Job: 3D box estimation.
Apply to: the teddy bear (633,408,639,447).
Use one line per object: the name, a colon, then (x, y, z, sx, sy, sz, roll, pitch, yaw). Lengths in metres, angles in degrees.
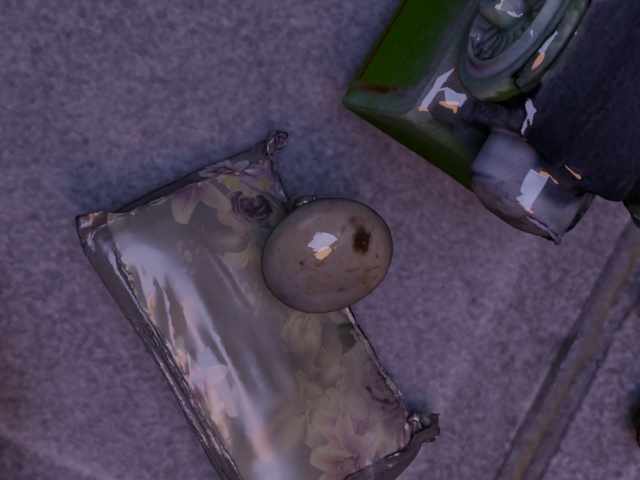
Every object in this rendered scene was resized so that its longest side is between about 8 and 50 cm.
teddy bear: (0.337, 0.119, 0.884, 0.251, 0.129, 0.181, 12, 94, -8)

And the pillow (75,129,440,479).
pillow: (-0.038, 0.066, 0.864, 0.169, 0.059, 0.255, -29, 96, -20)

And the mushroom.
mushroom: (0.000, 0.000, 0.821, 0.085, 0.085, 0.079, -18, 55, -6)

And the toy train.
toy train: (0.166, -0.148, 0.782, 0.173, 0.249, 0.307, 32, 88, -21)
